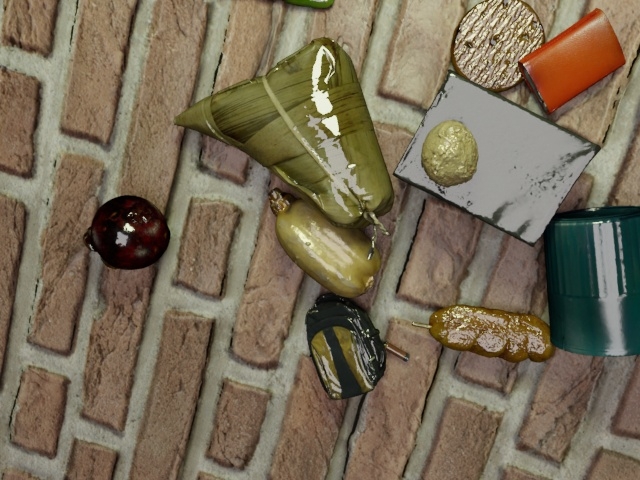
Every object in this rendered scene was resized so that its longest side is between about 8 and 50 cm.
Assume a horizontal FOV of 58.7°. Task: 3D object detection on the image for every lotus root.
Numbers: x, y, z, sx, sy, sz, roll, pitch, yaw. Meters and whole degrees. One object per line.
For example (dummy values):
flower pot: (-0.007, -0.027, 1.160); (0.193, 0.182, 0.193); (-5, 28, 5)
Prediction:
lotus root: (0.000, 0.000, 1.397); (0.343, 0.151, 0.169); (41, 85, 5)

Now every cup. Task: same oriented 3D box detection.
cup: (0.653, 0.075, 1.253); (0.308, 0.242, 0.291); (-8, 96, 13)

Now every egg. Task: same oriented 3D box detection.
egg: (0.258, -0.168, 1.127); (0.118, 0.116, 0.140); (-18, 126, -9)

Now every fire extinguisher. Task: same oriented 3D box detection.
fire extinguisher: (0.193, 0.284, 1.479); (0.083, 0.022, 0.028); (30, 122, 3)

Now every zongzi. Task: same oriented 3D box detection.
zongzi: (-0.078, -0.153, 1.344); (0.467, 0.218, 0.499); (-20, 87, 23)

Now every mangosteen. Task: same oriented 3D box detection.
mangosteen: (-0.490, -0.014, 1.457); (0.210, 0.210, 0.209); (2, 101, 9)

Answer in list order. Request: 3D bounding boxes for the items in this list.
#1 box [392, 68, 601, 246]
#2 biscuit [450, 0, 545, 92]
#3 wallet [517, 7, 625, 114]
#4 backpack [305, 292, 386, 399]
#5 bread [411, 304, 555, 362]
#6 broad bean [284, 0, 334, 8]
box: (0.373, -0.184, 1.268); (0.345, 0.204, 0.251); (29, 104, 3)
biscuit: (0.403, -0.444, 1.300); (0.212, 0.036, 0.212); (2, 103, 9)
wallet: (0.558, -0.395, 1.264); (0.204, 0.045, 0.142); (-34, 104, 5)
backpack: (0.058, 0.256, 1.446); (0.206, 0.133, 0.258); (-23, 89, 25)
bread: (0.399, 0.226, 1.405); (0.344, 0.084, 0.124); (8, 84, 8)
broad bean: (-0.110, -0.598, 1.355); (0.298, 0.043, 0.060); (11, 113, 8)
